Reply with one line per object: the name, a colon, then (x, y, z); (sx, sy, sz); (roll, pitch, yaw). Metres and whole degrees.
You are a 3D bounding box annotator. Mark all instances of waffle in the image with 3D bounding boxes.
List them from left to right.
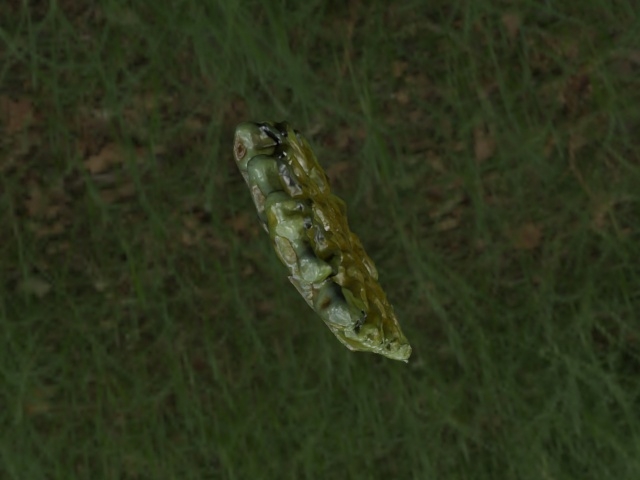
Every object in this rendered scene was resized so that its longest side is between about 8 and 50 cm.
waffle: (-0.003, 0.001, 0.995); (0.054, 0.204, 0.223); (-27, 160, 10)
